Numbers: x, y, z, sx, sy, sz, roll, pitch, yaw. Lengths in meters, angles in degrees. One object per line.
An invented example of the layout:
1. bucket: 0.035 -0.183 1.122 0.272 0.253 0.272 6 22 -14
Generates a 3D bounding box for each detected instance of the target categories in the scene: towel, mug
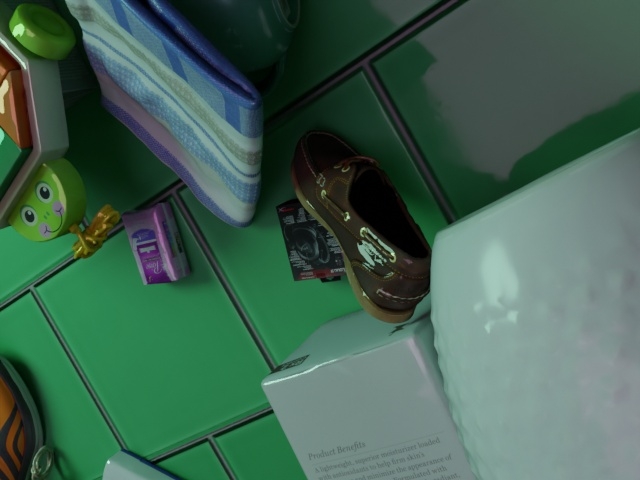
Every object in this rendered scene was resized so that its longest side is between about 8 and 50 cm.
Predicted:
1. towel: -0.130 -0.118 0.666 0.209 0.285 0.034 44 74 6
2. mug: -0.070 -0.203 0.676 0.097 0.158 0.129 -8 79 17
3. mug: 0.268 0.080 0.536 0.374 0.276 0.328 -28 88 -2

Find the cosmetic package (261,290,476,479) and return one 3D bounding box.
1. cosmetic package: 0.076 0.153 0.688 0.151 0.151 0.184 -22 95 28

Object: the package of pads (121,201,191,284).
1. package of pads: -0.172 0.004 0.828 0.050 0.032 0.083 -10 100 30

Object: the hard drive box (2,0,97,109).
1. hard drive box: -0.369 -0.217 0.823 0.181 0.089 0.232 -26 93 28

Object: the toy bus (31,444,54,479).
1. toy bus: -0.318 0.375 0.922 0.104 0.191 0.202 5 106 14

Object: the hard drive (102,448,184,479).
1. hard drive: -0.122 0.397 0.915 0.318 0.040 0.210 21 113 19

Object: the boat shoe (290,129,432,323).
1. boat shoe: 0.036 -0.031 0.652 0.207 0.073 0.073 59 148 37

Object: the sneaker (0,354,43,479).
1. sneaker: -0.441 0.298 0.955 0.124 0.180 0.321 11 109 22

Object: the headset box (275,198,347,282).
1. headset box: 0.000 0.000 0.746 0.062 0.032 0.083 -9 102 28

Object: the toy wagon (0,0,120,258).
1. toy wagon: -0.330 -0.117 0.745 0.344 0.068 0.267 46 118 6
